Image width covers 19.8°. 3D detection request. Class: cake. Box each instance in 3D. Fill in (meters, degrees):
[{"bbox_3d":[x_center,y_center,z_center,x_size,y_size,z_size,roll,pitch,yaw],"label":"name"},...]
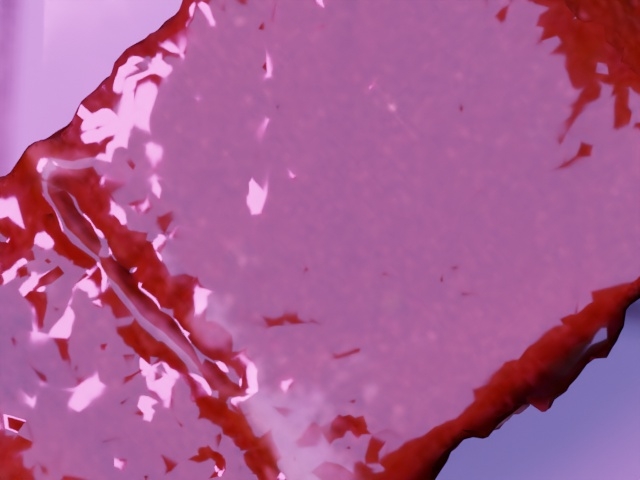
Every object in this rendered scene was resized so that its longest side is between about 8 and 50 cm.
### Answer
[{"bbox_3d":[0.000,0.000,0.542,0.283,0.177,0.151,-44,91,12],"label":"cake"}]
